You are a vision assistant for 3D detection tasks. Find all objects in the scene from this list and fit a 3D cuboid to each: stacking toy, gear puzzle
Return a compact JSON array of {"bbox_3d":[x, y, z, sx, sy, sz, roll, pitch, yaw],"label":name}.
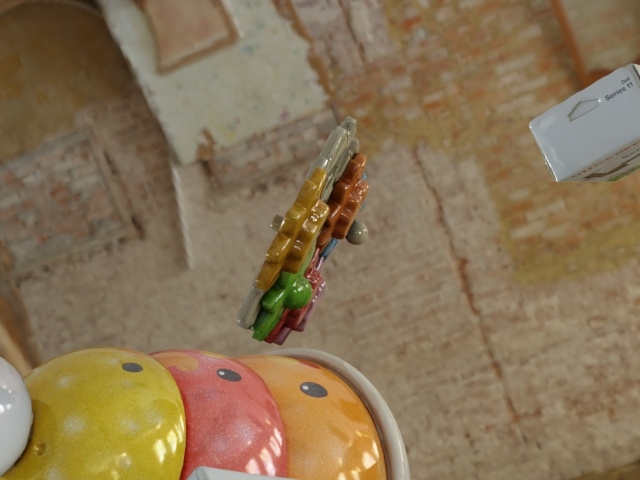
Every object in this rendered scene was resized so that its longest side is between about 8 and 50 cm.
[{"bbox_3d":[-0.175,0.207,1.027,0.350,0.351,0.480,-19,147,33],"label":"stacking toy"},{"bbox_3d":[0.000,0.000,0.859,0.176,0.044,0.339,-63,175,-4],"label":"gear puzzle"}]

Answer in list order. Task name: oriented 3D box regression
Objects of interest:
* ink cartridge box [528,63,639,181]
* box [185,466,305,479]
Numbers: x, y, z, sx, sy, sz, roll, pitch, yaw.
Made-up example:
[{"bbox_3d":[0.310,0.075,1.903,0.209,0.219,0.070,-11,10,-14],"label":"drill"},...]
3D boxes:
[{"bbox_3d":[0.377,-0.142,1.430,0.153,0.087,0.208,-31,165,33],"label":"ink cartridge box"},{"bbox_3d":[-0.059,0.287,0.804,0.119,0.182,0.181,17,118,-41],"label":"box"}]
